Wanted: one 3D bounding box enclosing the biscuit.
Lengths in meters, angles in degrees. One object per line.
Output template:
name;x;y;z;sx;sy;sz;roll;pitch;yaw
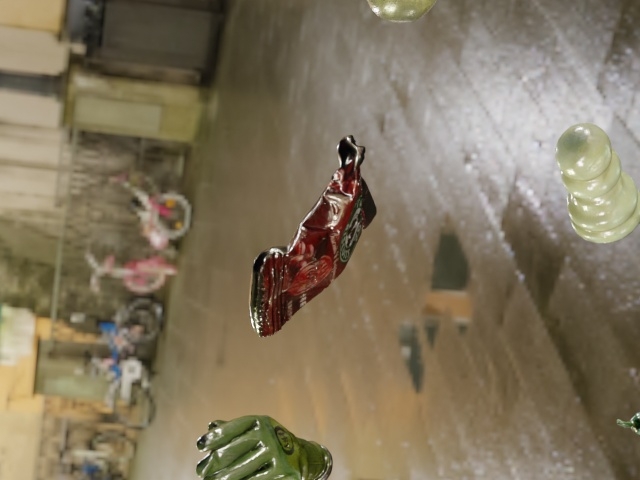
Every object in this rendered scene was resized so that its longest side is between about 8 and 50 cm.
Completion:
biscuit;-0.001;-0.004;1.494;0.235;0.063;0.151;-54;-20;-31

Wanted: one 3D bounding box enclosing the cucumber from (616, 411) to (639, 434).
cucumber;0.536;0.275;1.844;0.056;0.250;0.056;-166;90;-68

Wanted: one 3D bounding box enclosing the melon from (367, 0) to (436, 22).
melon;0.108;-0.333;1.658;0.130;0.098;0.098;166;109;-83

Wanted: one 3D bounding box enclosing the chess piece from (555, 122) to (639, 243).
chess piece;0.475;-0.109;2.212;0.243;0.133;0.133;53;-152;-51

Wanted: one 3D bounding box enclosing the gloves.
gloves;-0.083;0.320;1.918;0.135;0.268;0.107;40;109;38
